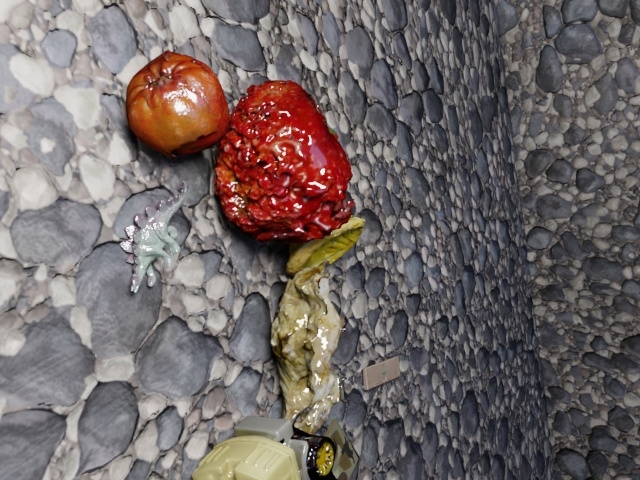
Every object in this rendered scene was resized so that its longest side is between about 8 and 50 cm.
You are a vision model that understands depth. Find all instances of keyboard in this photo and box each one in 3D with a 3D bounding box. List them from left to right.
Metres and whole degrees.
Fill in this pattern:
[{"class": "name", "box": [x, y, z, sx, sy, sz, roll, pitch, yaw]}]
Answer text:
[{"class": "keyboard", "box": [0.147, 0.321, 1.358, 0.166, 0.017, 0.055, 0, 82, -55]}]

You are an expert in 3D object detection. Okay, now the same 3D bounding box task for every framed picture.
[{"class": "framed picture", "box": [0.012, 0.491, 1.156, 0.201, 0.010, 0.135, -53, 128, -43]}]

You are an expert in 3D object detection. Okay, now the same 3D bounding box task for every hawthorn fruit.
[{"class": "hawthorn fruit", "box": [-0.201, -0.184, 0.824, 0.172, 0.148, 0.148, 62, 38, -60]}]

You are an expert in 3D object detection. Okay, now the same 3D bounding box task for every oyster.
[{"class": "oyster", "box": [-0.017, 0.205, 1.041, 0.198, 0.133, 0.336, -10, 102, -66]}]

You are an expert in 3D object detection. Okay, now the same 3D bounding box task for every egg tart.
[{"class": "egg tart", "box": [0.000, 0.000, 1.085, 0.074, 0.191, 0.191, 52, 32, 17]}]

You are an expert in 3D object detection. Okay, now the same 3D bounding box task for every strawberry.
[{"class": "strawberry", "box": [-0.070, -0.112, 0.930, 0.221, 0.274, 0.274, -31, 118, -9]}]

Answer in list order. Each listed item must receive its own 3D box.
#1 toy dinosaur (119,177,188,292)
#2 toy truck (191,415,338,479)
[{"class": "toy dinosaur", "box": [-0.239, -0.018, 0.832, 0.082, 0.039, 0.208, 48, 49, -39]}, {"class": "toy truck", "box": [-0.076, 0.496, 0.888, 0.254, 0.181, 0.404, -22, 104, -55]}]
